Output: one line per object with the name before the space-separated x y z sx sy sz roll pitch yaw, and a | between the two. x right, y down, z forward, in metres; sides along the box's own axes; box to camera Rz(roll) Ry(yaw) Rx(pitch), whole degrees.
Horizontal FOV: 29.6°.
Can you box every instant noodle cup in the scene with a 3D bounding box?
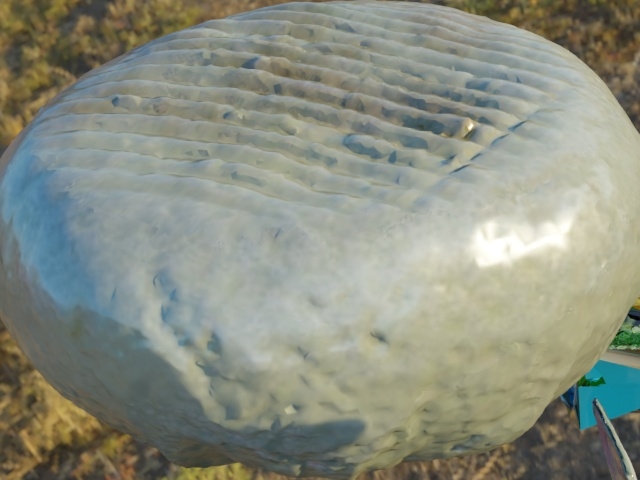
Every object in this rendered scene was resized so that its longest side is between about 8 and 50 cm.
instant noodle cup | 0.332 0.080 1.256 0.178 0.240 0.240 -6 38 1

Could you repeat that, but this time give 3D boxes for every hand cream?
hand cream | 0.272 0.245 1.064 0.050 0.275 0.079 -38 45 -16

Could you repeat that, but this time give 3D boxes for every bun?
bun | 0.000 0.000 0.660 0.362 0.211 0.362 2 28 -1
